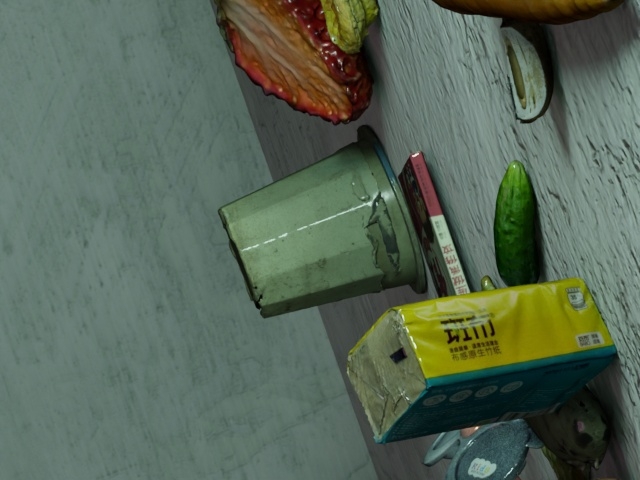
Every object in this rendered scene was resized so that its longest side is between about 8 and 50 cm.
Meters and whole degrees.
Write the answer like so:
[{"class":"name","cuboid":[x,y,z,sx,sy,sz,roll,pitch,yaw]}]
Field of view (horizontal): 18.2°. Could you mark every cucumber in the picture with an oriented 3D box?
[{"class":"cucumber","cuboid":[0.161,0.000,1.639,0.168,0.039,0.039,80,169,-48]}]

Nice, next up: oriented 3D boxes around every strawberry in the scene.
[{"class":"strawberry","cuboid":[-0.009,-0.232,2.197,0.236,0.111,0.190,42,151,23]}]

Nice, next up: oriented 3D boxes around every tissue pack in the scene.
[{"class":"tissue pack","cuboid":[0.121,0.090,1.527,0.120,0.169,0.082,-54,49,56]}]

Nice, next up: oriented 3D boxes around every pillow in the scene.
[{"class":"pillow","cuboid":[0.198,0.141,1.682,0.241,0.051,0.093,-128,25,-69]}]

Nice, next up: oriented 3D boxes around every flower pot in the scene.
[{"class":"flower pot","cuboid":[0.000,0.000,2.339,0.212,0.203,0.212,157,90,-85]}]

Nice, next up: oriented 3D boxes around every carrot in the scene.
[{"class":"carrot","cuboid":[0.131,-0.171,1.308,0.336,0.069,0.069,-145,35,-69]}]

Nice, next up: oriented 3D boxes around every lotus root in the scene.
[{"class":"lotus root","cuboid":[0.148,-0.123,1.399,0.037,0.030,0.083,-66,-32,-54]}]

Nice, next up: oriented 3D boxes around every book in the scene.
[{"class":"book","cuboid":[0.128,0.028,2.044,0.162,0.022,0.231,102,150,-85]}]

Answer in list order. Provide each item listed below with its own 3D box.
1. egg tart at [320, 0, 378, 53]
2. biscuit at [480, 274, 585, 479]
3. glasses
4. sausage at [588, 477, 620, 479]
[{"class":"egg tart","cuboid":[0.023,-0.253,2.002,0.130,0.052,0.130,159,90,-85]},{"class":"biscuit","cuboid":[0.200,0.148,1.858,0.139,0.016,0.231,75,173,-48]},{"class":"glasses","cuboid":[0.219,0.267,1.871,0.268,0.118,0.234,49,178,-11]},{"class":"sausage","cuboid":[0.172,0.273,1.685,0.289,0.086,0.086,-37,69,52]}]
